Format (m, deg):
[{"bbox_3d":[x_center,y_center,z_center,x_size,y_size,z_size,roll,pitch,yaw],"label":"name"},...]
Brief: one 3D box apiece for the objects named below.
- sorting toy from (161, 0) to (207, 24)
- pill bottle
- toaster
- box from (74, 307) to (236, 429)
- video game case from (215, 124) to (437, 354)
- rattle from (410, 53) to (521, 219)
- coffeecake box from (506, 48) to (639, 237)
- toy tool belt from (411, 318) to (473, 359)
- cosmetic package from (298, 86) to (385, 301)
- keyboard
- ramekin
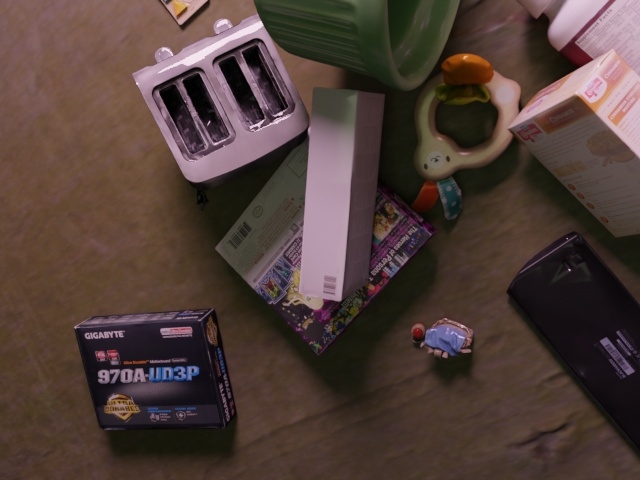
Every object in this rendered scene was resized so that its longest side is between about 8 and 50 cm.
[{"bbox_3d":[-0.173,-0.331,0.911,0.083,0.012,0.062,-35,93,22],"label":"sorting toy"},{"bbox_3d":[0.322,-0.223,0.736,0.221,0.121,0.121,42,112,2],"label":"pill bottle"},{"bbox_3d":[-0.113,-0.155,0.835,0.168,0.110,0.185,-26,93,-3],"label":"toaster"},{"bbox_3d":[-0.249,0.198,1.058,0.220,0.051,0.175,-5,103,18],"label":"box"},{"bbox_3d":[0.000,0.000,0.922,0.210,0.042,0.232,44,112,10],"label":"video game case"},{"bbox_3d":[0.154,-0.108,0.812,0.130,0.143,0.199,26,106,-7],"label":"rattle"},{"bbox_3d":[0.314,-0.095,0.747,0.185,0.142,0.068,43,78,-6],"label":"coffeecake box"},{"bbox_3d":[0.158,0.130,0.919,0.083,0.051,0.052,8,107,15],"label":"toy tool belt"},{"bbox_3d":[0.025,-0.057,0.826,0.060,0.099,0.239,9,102,23],"label":"cosmetic package"},{"bbox_3d":[0.399,0.117,0.857,0.201,0.033,0.317,-39,92,28],"label":"keyboard"},{"bbox_3d":[0.049,-0.314,0.703,0.148,0.303,0.303,15,109,20],"label":"ramekin"}]
